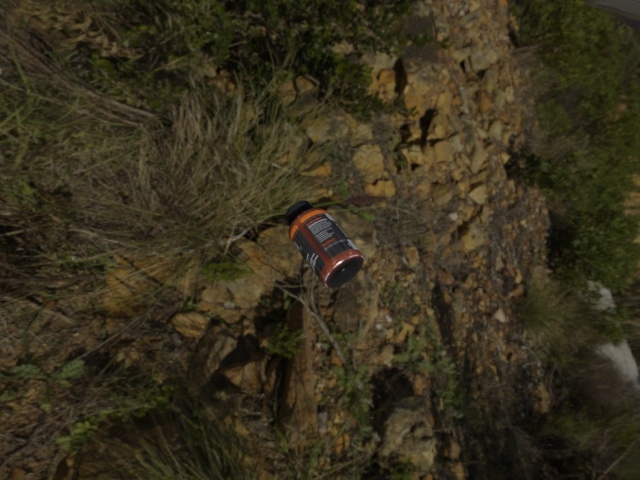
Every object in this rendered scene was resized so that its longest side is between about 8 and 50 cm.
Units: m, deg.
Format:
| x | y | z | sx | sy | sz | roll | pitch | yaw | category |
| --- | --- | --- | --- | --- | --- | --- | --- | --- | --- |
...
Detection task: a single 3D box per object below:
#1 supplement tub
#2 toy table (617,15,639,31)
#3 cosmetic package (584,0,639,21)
| x | y | z | sx | sy | sz | roll | pitch | yaw | category |
| --- | --- | --- | --- | --- | --- | --- | --- | --- | --- |
| 0.000 | 0.000 | 0.994 | 0.197 | 0.106 | 0.106 | 52 | 3 | 29 | supplement tub |
| 0.523 | -0.440 | 0.625 | 0.160 | 0.253 | 0.274 | 67 | 38 | -58 | toy table |
| 0.354 | -0.308 | 0.304 | 0.217 | 0.156 | 0.385 | -68 | 168 | 10 | cosmetic package |
